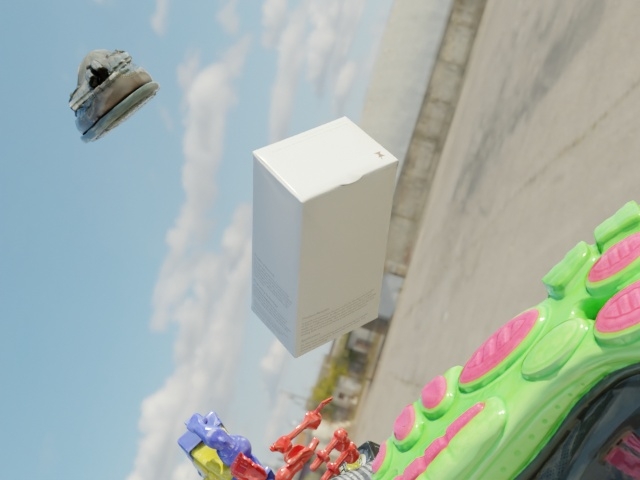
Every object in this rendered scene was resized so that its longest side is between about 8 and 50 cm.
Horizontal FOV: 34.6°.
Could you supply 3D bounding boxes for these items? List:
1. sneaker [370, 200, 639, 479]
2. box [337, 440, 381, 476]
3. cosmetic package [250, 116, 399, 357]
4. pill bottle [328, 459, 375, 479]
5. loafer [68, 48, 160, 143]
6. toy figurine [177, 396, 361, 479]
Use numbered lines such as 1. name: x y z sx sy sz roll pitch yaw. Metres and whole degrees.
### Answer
1. sneaker: 0.228 0.111 0.689 0.483 0.202 0.185 -44 15 34
2. box: 0.124 0.410 1.591 0.077 0.180 0.147 -42 43 19
3. cosmetic package: 0.000 0.000 1.738 0.197 0.155 0.366 -23 -42 -28
4. pill bottle: -0.021 0.306 0.953 0.130 0.245 0.130 160 90 -75
5. loafer: -0.228 -0.158 1.068 0.096 0.084 0.267 -39 12 -5
6. toy figurine: -0.087 0.302 1.405 0.191 0.217 0.362 -49 -32 -19
